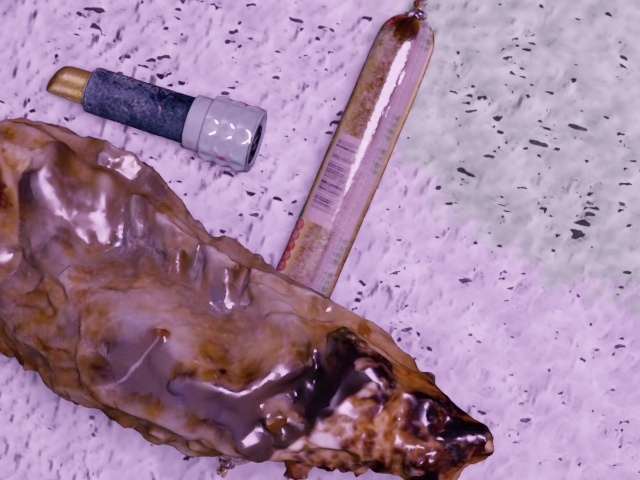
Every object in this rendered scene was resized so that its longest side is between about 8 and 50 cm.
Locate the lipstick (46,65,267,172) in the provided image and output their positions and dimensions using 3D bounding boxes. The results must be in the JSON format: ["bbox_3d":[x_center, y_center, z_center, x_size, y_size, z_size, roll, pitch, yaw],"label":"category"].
[{"bbox_3d":[-0.087,-0.069,1.019,0.116,0.037,0.037,19,95,7],"label":"lipstick"}]

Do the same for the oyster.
[{"bbox_3d":[-0.073,0.036,0.987,0.345,0.078,0.128,25,87,15],"label":"oyster"}]

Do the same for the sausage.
[{"bbox_3d":[0.000,0.000,1.018,0.033,0.033,0.269,23,95,2],"label":"sausage"}]
